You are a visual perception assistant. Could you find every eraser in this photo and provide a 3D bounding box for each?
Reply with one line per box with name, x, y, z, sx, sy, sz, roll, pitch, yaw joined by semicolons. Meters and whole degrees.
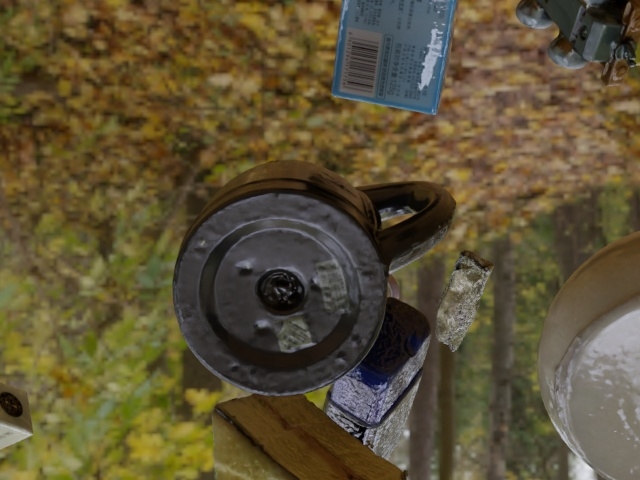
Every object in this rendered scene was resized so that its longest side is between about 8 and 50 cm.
eraser;0.070;0.242;1.726;0.101;0.155;0.332;29;140;18

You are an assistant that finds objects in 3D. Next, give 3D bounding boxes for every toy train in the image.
toy train;0.269;-0.230;1.118;0.127;0.219;0.089;-4;132;-18

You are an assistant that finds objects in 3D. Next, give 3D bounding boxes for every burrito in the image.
burrito;0.238;0.103;1.965;0.063;0.058;0.229;6;138;-7

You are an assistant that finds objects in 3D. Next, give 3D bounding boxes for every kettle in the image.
kettle;0.000;0.000;1.346;0.321;0.228;0.324;-19;-166;6

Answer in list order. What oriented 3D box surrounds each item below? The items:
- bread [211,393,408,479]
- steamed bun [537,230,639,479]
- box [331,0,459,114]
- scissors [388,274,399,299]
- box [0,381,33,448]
bread;-0.003;0.246;1.392;0.178;0.135;0.240;-3;177;22
steamed bun;0.285;0.084;0.905;0.232;0.232;0.145;-2;-148;13
box;0.101;-0.288;1.494;0.143;0.232;0.083;11;-149;8
scissors;0.058;0.028;2.102;0.030;0.242;0.118;-19;160;-34
box;-0.524;0.229;1.543;0.164;0.069;0.256;-25;151;14
